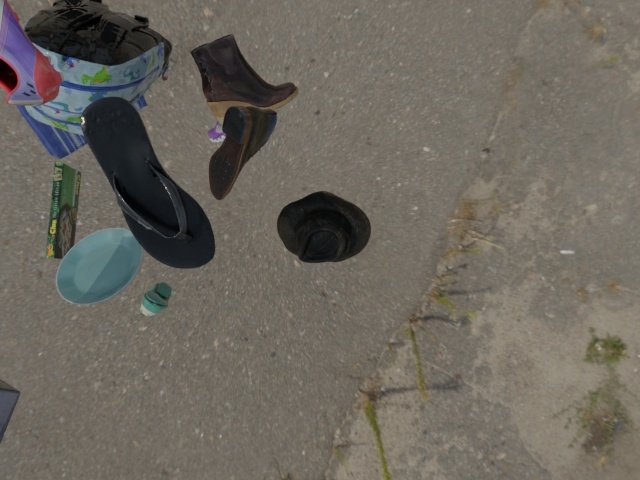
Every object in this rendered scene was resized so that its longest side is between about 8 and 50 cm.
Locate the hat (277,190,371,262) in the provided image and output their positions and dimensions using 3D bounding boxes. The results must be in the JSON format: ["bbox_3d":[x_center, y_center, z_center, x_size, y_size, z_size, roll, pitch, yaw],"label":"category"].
[{"bbox_3d":[0.000,0.000,1.732,0.332,0.134,0.331,7,134,7],"label":"hat"}]

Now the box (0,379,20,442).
[{"bbox_3d":[-0.551,0.237,0.648,0.247,0.142,0.163,29,71,-44],"label":"box"}]

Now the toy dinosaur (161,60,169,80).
[{"bbox_3d":[-0.475,-0.535,1.596,0.047,0.090,0.082,9,111,15],"label":"toy dinosaur"}]

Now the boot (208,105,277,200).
[{"bbox_3d":[-0.157,-0.177,1.066,0.082,0.106,0.219,45,130,21],"label":"boot"}]

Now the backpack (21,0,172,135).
[{"bbox_3d":[-0.512,-0.391,1.147,0.290,0.355,0.273,20,107,-18],"label":"backpack"}]

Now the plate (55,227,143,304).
[{"bbox_3d":[-0.450,0.055,1.069,0.188,0.024,0.188,-7,53,9],"label":"plate"}]

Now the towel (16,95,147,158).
[{"bbox_3d":[-0.703,-0.416,1.541,0.336,0.243,0.040,-40,57,-20],"label":"towel"}]

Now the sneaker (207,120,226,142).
[{"bbox_3d":[-0.257,-0.368,1.519,0.104,0.236,0.095,55,43,-19],"label":"sneaker"}]

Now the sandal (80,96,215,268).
[{"bbox_3d":[-0.228,-0.062,0.680,0.097,0.054,0.254,-31,112,-4],"label":"sandal"}]

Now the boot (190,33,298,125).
[{"bbox_3d":[-0.191,-0.432,1.350,0.249,0.090,0.206,-23,119,-13],"label":"boot"}]

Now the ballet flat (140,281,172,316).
[{"bbox_3d":[-0.539,0.203,1.687,0.083,0.247,0.087,37,92,-10],"label":"ballet flat"}]

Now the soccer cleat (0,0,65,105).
[{"bbox_3d":[-0.497,-0.306,0.784,0.248,0.095,0.083,51,128,1],"label":"soccer cleat"}]

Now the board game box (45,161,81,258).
[{"bbox_3d":[-0.717,-0.077,1.451,0.030,0.136,0.259,4,86,-3],"label":"board game box"}]
